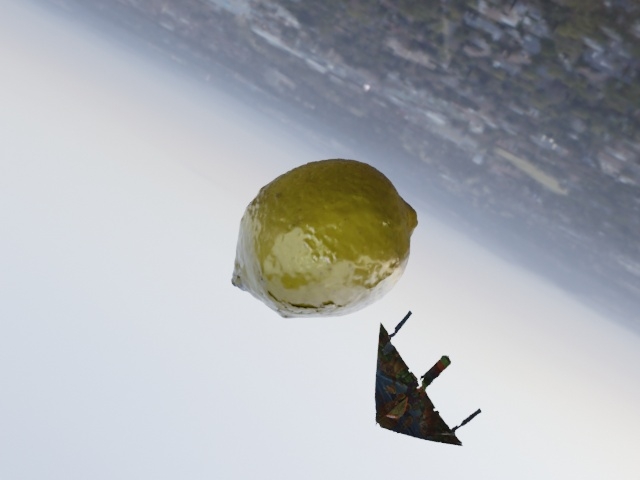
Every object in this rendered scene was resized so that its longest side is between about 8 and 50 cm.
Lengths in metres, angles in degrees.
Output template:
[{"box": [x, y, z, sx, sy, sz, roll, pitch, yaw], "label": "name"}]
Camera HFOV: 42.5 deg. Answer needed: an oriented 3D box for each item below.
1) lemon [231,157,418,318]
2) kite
[{"box": [0.000, 0.000, 1.283, 0.253, 0.310, 0.253, -20, -90, -85], "label": "lemon"}, {"box": [0.117, 0.182, 1.005, 0.160, 0.010, 0.183, -31, -95, -42], "label": "kite"}]
